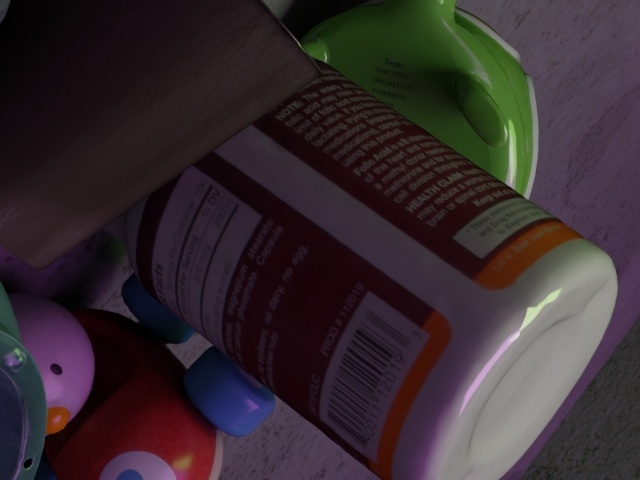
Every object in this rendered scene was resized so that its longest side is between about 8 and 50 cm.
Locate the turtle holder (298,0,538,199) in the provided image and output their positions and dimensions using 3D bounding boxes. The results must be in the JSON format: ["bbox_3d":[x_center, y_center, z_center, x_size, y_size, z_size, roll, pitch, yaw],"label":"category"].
[{"bbox_3d":[0.072,-0.121,1.375,0.227,0.243,0.320,-38,114,-63],"label":"turtle holder"}]

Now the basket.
[{"bbox_3d":[-0.148,-0.104,1.032,0.227,0.204,0.154,-43,162,1],"label":"basket"}]

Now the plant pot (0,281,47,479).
[{"bbox_3d":[-0.288,0.097,0.920,0.293,0.196,0.293,-31,133,-41],"label":"plant pot"}]

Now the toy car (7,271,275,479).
[{"bbox_3d":[-0.203,0.121,1.207,0.219,0.210,0.238,-46,144,10],"label":"toy car"}]

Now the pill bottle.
[{"bbox_3d":[0.000,0.000,1.152,0.224,0.392,0.224,-40,153,-26],"label":"pill bottle"}]

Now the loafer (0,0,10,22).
[{"bbox_3d":[-0.285,-0.102,0.880,0.267,0.096,0.084,-24,148,-52],"label":"loafer"}]
